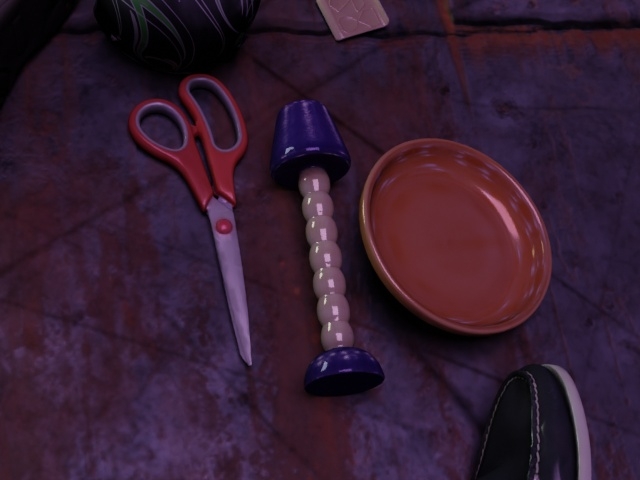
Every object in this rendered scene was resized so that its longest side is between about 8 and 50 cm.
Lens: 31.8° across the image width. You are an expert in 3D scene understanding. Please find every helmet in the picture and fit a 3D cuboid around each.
[{"bbox_3d":[-0.138,-0.255,1.065,0.169,0.161,0.169,3,61,-5],"label":"helmet"}]

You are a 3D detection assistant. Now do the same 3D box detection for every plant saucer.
[{"bbox_3d":[0.121,-0.001,1.039,0.200,0.037,0.200,13,58,-22],"label":"plant saucer"}]

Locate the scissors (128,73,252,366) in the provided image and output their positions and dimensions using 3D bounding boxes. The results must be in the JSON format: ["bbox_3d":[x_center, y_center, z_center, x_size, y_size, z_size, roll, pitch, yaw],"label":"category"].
[{"bbox_3d":[-0.085,-0.030,1.046,0.109,0.021,0.297,-20,68,-21],"label":"scissors"}]

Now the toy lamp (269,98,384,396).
[{"bbox_3d":[0.000,0.000,1.016,0.080,0.080,0.275,-2,65,-11],"label":"toy lamp"}]

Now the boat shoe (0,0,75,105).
[{"bbox_3d":[-0.344,-0.183,1.030,0.120,0.122,0.324,23,54,7],"label":"boat shoe"}]

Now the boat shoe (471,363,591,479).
[{"bbox_3d":[0.128,0.249,0.889,0.113,0.127,0.340,18,71,-14],"label":"boat shoe"}]

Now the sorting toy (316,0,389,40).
[{"bbox_3d":[0.028,-0.251,1.180,0.062,0.012,0.083,-21,73,-14],"label":"sorting toy"}]
